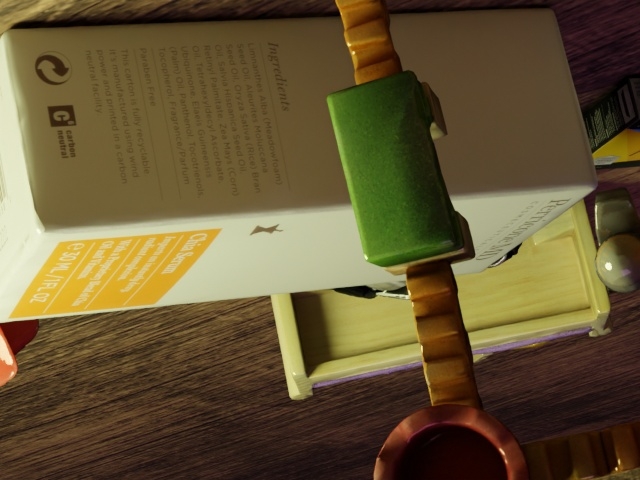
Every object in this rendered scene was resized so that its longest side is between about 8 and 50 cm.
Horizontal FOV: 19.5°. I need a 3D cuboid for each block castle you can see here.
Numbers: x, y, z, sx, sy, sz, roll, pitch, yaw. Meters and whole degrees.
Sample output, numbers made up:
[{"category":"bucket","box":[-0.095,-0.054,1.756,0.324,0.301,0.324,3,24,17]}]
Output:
[{"category":"block castle","box":[0.145,-0.068,1.059,0.303,0.453,0.213,-14,172,10]}]

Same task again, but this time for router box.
[{"category":"router box","box":[0.338,-0.113,1.768,0.179,0.046,0.133,-5,163,-24]}]

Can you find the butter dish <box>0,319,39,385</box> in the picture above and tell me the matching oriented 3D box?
[{"category":"butter dish","box":[-0.324,0.061,1.759,0.118,0.160,0.160,-28,179,-42]}]

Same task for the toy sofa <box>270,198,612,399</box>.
[{"category":"toy sofa","box":[0.129,0.065,2.041,0.363,0.150,0.177,-12,163,0]}]

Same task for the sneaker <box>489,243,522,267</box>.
[{"category":"sneaker","box":[0.156,-0.025,1.795,0.107,0.124,0.283,-19,163,27]}]

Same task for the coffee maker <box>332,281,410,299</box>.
[{"category":"coffee maker","box":[0.000,0.000,1.781,0.171,0.120,0.178,-18,162,24]}]

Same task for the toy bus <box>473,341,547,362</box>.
[{"category":"toy bus","box":[0.190,0.093,2.263,0.202,0.104,0.191,-19,162,24]}]

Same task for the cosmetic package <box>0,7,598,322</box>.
[{"category":"cosmetic package","box":[-0.041,-0.059,1.475,0.453,0.161,0.230,-6,163,-22]}]
